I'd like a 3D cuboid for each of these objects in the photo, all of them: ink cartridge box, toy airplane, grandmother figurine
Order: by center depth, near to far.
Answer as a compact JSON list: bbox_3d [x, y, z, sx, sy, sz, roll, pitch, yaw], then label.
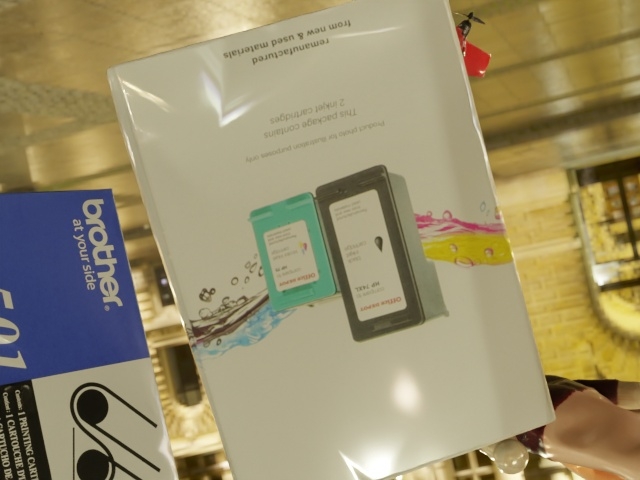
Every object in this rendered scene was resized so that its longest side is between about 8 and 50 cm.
[{"bbox_3d":[-0.132,0.080,0.478,0.097,0.207,0.046,-6,167,-44],"label":"ink cartridge box"},{"bbox_3d":[0.000,0.000,0.634,0.197,0.270,0.198,-17,-172,-6],"label":"ink cartridge box"},{"bbox_3d":[0.219,0.165,0.844,0.208,0.104,0.342,1,-173,-36],"label":"grandmother figurine"},{"bbox_3d":[0.126,-0.177,1.041,0.151,0.151,0.028,-12,-138,-32],"label":"toy airplane"}]
